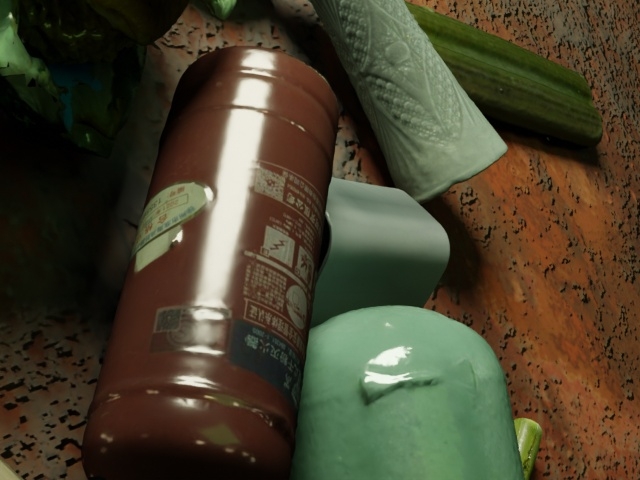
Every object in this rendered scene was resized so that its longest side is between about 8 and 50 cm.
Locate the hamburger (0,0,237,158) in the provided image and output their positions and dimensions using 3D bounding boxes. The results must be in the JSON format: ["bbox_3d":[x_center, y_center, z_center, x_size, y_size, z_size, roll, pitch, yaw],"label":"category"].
[{"bbox_3d":[-0.120,-0.189,0.582,0.260,0.150,0.276,-17,99,-72],"label":"hamburger"}]

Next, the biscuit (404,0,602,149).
[{"bbox_3d":[0.163,-0.156,0.970,0.322,0.038,0.099,11,59,-37],"label":"biscuit"}]

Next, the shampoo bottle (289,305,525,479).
[{"bbox_3d":[0.053,0.207,0.559,0.221,0.151,0.350,-5,74,-14],"label":"shampoo bottle"}]

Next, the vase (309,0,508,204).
[{"bbox_3d":[0.054,-0.143,0.813,0.096,0.096,0.219,-36,98,-46],"label":"vase"}]

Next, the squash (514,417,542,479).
[{"bbox_3d":[0.149,0.177,0.792,0.027,0.027,0.083,43,47,-16],"label":"squash"}]

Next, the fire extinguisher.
[{"bbox_3d":[-0.060,0.044,0.508,0.138,0.102,0.344,73,20,-51],"label":"fire extinguisher"}]

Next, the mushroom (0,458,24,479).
[{"bbox_3d":[-0.150,0.173,0.466,0.128,0.128,0.350,-29,85,-46],"label":"mushroom"}]

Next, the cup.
[{"bbox_3d":[0.000,0.000,0.708,0.129,0.095,0.128,6,30,-43],"label":"cup"}]
